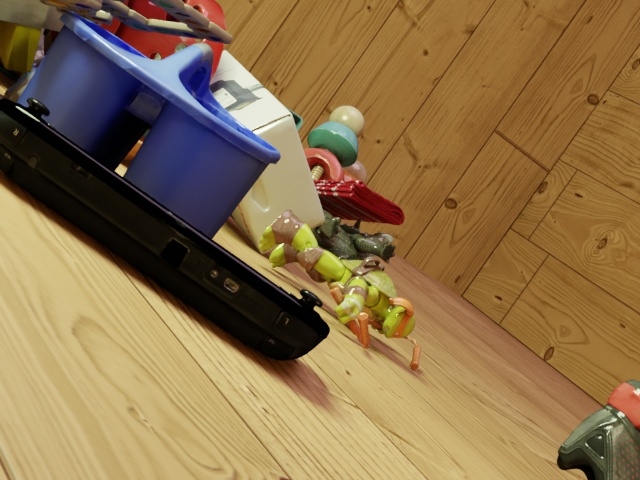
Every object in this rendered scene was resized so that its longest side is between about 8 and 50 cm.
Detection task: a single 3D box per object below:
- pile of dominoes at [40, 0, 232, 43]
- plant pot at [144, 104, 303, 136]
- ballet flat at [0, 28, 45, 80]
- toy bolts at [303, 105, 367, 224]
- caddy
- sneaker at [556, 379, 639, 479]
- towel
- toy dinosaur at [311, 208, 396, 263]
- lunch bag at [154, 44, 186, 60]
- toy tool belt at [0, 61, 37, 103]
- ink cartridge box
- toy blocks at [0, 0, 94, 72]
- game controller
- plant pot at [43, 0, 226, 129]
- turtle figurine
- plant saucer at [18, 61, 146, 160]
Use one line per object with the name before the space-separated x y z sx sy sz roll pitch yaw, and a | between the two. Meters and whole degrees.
pile of dominoes | -0.222 -0.223 1.452 0.196 0.040 0.251 11 -5 22
plant pot | -0.174 -0.164 2.203 0.165 0.165 0.234 33 -3 -28
ballet flat | -0.374 -0.251 2.045 0.086 0.086 0.248 35 4 1
toy bolts | -0.013 -0.131 2.477 0.218 0.158 0.228 29 -30 3
caddy | -0.163 -0.120 1.496 0.241 0.179 0.341 36 3 0
sneaker | 0.314 0.272 1.392 0.276 0.135 0.097 59 -3 13
towel | -0.025 -0.068 2.321 0.275 0.031 0.199 6 -10 27
toy dinosaur | 0.000 0.000 2.179 0.313 0.121 0.160 25 -3 -43
lunch bag | -0.261 -0.258 2.568 0.287 0.169 0.235 42 -2 -13
toy tool belt | -0.307 -0.165 1.606 0.051 0.083 0.052 30 -35 8
ink cartridge box | -0.100 -0.118 1.962 0.237 0.100 0.172 48 -19 54
toy blocks | -0.427 -0.302 1.527 0.261 0.190 0.381 18 7 21
game controller | -0.129 -0.009 1.230 0.319 0.067 0.166 36 4 0
plant pot | -0.240 -0.258 1.922 0.174 0.191 0.191 28 7 -35
turtle figurine | 0.033 0.050 1.764 0.217 0.087 0.269 36 4 18
plant saucer | -0.296 -0.157 1.882 0.200 0.037 0.200 34 4 -3
